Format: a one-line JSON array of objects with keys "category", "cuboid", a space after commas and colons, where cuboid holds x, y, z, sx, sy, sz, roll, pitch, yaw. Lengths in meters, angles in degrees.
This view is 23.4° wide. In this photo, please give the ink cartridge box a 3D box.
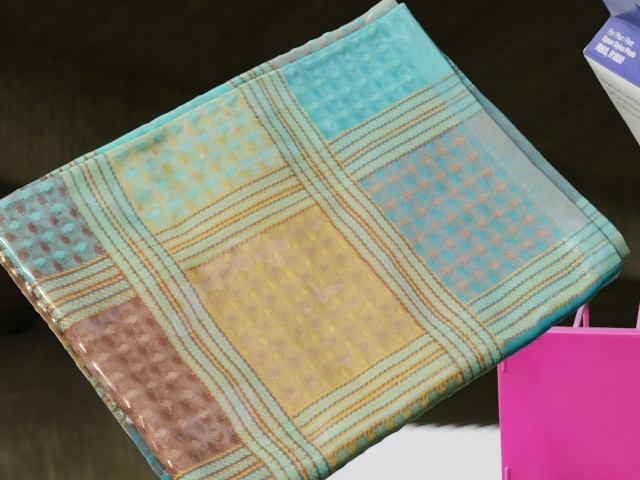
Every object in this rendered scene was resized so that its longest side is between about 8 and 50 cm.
[{"category": "ink cartridge box", "cuboid": [0.412, -0.131, 1.719, 0.071, 0.324, 0.330, -39, -66, 1]}]

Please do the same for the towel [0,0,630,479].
[{"category": "towel", "cuboid": [0.000, 0.000, 1.020, 0.370, 0.271, 0.040, -30, -19, -30]}]

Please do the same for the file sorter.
[{"category": "file sorter", "cuboid": [0.353, 0.169, 1.695, 0.290, 0.202, 0.182, 1, 16, 15]}]
